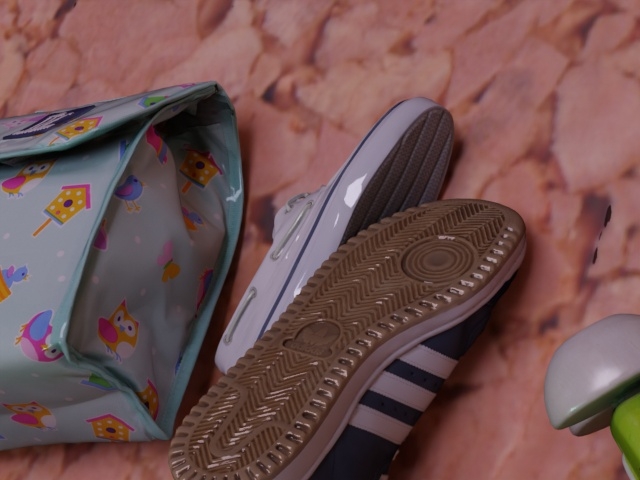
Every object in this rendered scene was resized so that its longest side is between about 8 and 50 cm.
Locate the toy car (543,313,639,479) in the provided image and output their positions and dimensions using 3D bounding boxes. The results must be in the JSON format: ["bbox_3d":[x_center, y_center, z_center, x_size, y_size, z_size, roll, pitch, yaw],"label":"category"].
[{"bbox_3d":[0.202,0.102,0.751,0.136,0.182,0.159,-31,73,9],"label":"toy car"}]

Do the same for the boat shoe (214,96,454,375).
[{"bbox_3d":[0.000,0.000,0.980,0.076,0.083,0.226,29,85,37],"label":"boat shoe"}]

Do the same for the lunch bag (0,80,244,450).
[{"bbox_3d":[-0.184,0.002,1.052,0.223,0.160,0.262,-8,53,33],"label":"lunch bag"}]

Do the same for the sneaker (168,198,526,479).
[{"bbox_3d":[0.032,0.102,0.917,0.099,0.153,0.282,19,49,39],"label":"sneaker"}]
